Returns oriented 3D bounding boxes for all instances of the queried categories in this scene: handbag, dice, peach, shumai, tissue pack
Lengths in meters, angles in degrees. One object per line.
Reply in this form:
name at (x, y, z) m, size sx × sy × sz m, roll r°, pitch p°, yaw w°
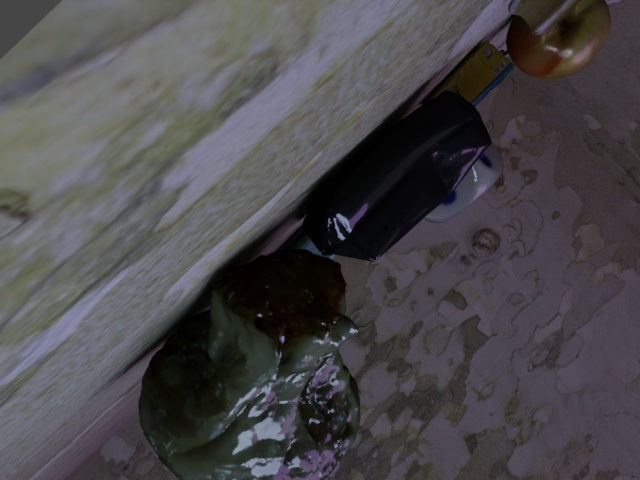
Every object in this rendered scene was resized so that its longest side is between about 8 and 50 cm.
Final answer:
handbag at (0.102, -0.096, 0.770) m, size 0.342 × 0.152 × 0.288 m, roll -43°, pitch -166°, yaw -12°
dice at (0.435, -0.263, 1.499) m, size 0.304 × 0.304 × 0.277 m, roll -45°, pitch 179°, yaw 43°
peach at (0.468, -0.413, 0.842) m, size 0.184 × 0.184 × 0.184 m, roll -44°, pitch 178°, yaw -2°
shumai at (-0.065, 0.182, 0.688) m, size 0.397 × 0.324 × 0.324 m, roll 6°, pitch 123°, yaw -34°
tissue pack at (0.294, -0.307, 0.852) m, size 0.169 × 0.082 × 0.120 m, roll -44°, pitch 177°, yaw 25°

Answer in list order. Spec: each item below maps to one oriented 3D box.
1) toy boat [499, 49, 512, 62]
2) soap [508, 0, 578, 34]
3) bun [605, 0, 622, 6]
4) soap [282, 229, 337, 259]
toy boat at (0.604, -0.597, 1.242) m, size 0.206 × 0.072 × 0.064 m, roll -33°, pitch -161°, yaw 24°
soap at (0.377, -0.404, 0.531) m, size 0.160 × 0.080 × 0.257 m, roll -44°, pitch 179°, yaw -18°
bun at (0.629, -0.604, 0.906) m, size 0.173 × 0.114 × 0.166 m, roll -33°, pitch 143°, yaw 30°
soap at (0.000, 0.000, 1.016) m, size 0.261 × 0.094 × 0.150 m, roll -43°, pitch -170°, yaw 21°
